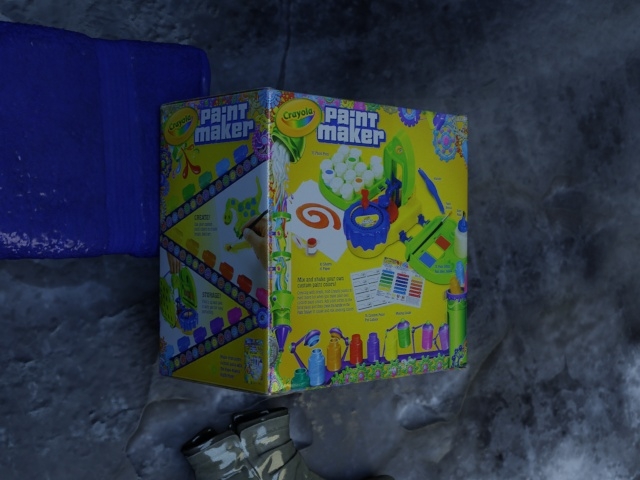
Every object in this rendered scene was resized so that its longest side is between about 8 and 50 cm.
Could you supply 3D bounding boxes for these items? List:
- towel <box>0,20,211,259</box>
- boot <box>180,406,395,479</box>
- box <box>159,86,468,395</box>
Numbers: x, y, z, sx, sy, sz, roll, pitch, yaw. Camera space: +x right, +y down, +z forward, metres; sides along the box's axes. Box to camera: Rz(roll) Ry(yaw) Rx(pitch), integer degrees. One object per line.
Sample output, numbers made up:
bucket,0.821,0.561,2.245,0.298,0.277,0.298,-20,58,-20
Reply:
towel,-0.237,-0.092,0.979,0.308,0.076,0.228,-3,87,-47
boot,-0.026,0.263,1.121,0.246,0.083,0.161,-12,89,-24
box,0.000,0.000,1.028,0.289,0.177,0.279,1,90,-43
